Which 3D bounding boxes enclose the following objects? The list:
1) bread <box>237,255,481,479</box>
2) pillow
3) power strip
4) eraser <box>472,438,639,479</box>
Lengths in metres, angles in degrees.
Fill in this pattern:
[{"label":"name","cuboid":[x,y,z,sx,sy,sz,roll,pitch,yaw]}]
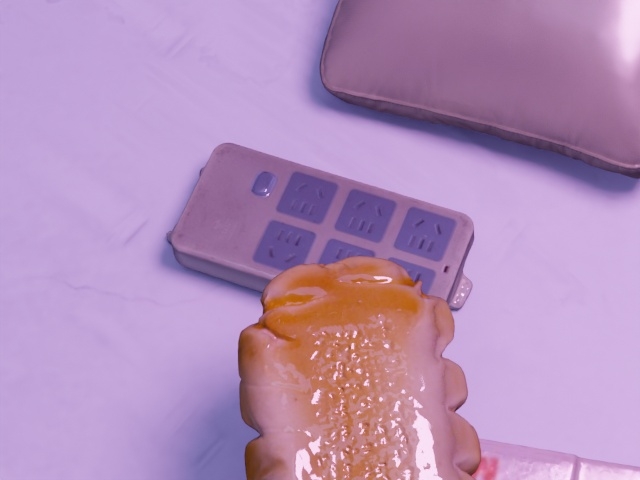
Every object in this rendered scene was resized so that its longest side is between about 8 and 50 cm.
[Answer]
[{"label":"bread","cuboid":[0.031,0.163,1.119,0.173,0.121,0.311,-4,65,0]},{"label":"pillow","cuboid":[0.178,-0.209,1.368,0.322,0.120,0.255,18,86,17]},{"label":"power strip","cuboid":[0.000,0.000,1.338,0.271,0.046,0.118,17,66,13]},{"label":"eraser","cuboid":[0.104,0.217,1.200,0.279,0.081,0.124,8,65,9]}]
